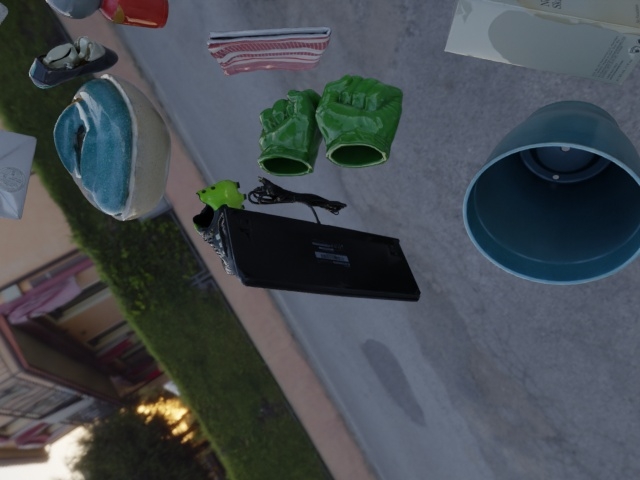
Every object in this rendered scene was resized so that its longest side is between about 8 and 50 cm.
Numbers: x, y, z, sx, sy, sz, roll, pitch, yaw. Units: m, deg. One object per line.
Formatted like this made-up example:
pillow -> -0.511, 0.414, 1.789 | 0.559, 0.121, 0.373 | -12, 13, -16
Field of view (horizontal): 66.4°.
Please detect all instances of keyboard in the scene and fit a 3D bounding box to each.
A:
keyboard -> 0.000, 0.000, 0.720 | 0.033, 0.317, 0.201 | -49, 45, 37

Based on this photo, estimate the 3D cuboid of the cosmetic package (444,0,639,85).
cosmetic package -> 0.388, -0.388, 0.843 | 0.310, 0.160, 0.113 | 13, 149, 5

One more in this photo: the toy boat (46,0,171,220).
toy boat -> -0.302, -0.197, 0.673 | 0.267, 0.148, 0.318 | 33, 118, 47

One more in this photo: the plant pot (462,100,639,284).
plant pot -> 0.414, -0.107, 0.851 | 0.272, 0.255, 0.271 | 18, 135, 18

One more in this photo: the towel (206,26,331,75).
towel -> -0.107, -0.401, 1.052 | 0.329, 0.237, 0.037 | -115, 20, -78

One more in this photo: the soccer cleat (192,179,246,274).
soccer cleat -> -0.149, -0.013, 0.721 | 0.060, 0.072, 0.178 | 53, 149, 37

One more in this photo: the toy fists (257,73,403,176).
toy fists -> 0.006, -0.199, 0.827 | 0.279, 0.142, 0.096 | -3, 155, 37

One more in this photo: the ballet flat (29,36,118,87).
ballet flat -> -0.489, -0.368, 0.986 | 0.074, 0.203, 0.074 | 19, 132, 23

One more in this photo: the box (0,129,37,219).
box -> -0.436, -0.088, 0.570 | 0.290, 0.169, 0.087 | 11, 91, 56

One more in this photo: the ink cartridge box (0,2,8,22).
ink cartridge box -> -0.564, -0.338, 0.547 | 0.354, 0.119, 0.207 | 33, 179, 20
